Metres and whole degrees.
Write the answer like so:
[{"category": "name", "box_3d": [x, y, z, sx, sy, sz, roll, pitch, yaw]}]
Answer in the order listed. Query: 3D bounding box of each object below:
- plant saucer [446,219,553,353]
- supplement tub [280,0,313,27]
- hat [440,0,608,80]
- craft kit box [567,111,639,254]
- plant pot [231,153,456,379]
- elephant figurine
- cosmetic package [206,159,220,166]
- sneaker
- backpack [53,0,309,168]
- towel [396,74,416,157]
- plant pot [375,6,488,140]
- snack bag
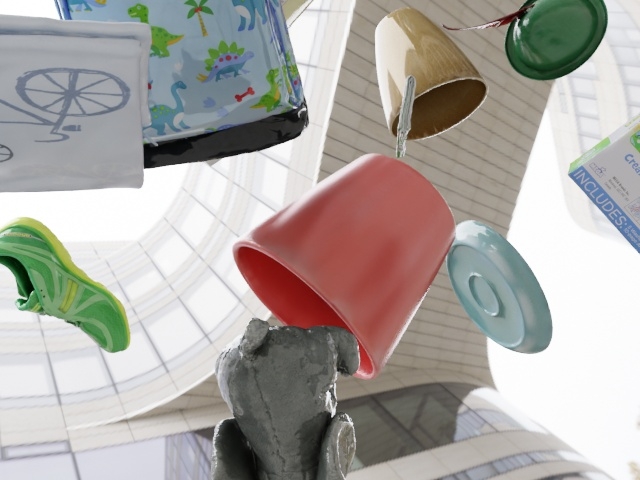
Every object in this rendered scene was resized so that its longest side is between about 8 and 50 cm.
[{"category": "plant saucer", "box_3d": [0.361, 0.109, 1.234, 0.044, 0.317, 0.317, -27, -58, -13]}, {"category": "supplement tub", "box_3d": [-0.088, -0.529, 1.047, 0.325, 0.235, 0.235, -42, -49, 22]}, {"category": "hat", "box_3d": [0.367, -0.377, 0.989, 0.208, 0.173, 0.183, -50, -30, 21]}, {"category": "craft kit box", "box_3d": [0.437, -0.059, 0.589, 0.247, 0.250, 0.061, -41, -1, 34]}, {"category": "plant pot", "box_3d": [0.049, 0.022, 0.846, 0.243, 0.275, 0.275, -47, -52, -21]}, {"category": "elephant figurine", "box_3d": [-0.024, 0.211, 0.578, 0.186, 0.169, 0.239, 7, -112, -36]}, {"category": "cosmetic package", "box_3d": [-0.280, -0.334, 1.147, 0.155, 0.197, 0.365, -34, -31, 3]}, {"category": "sneaker", "box_3d": [-0.454, 0.098, 1.001, 0.295, 0.109, 0.123, 50, -138, -16]}, {"category": "backpack", "box_3d": [-0.167, -0.262, 0.661, 0.290, 0.273, 0.355, -10, -62, -4]}, {"category": "towel", "box_3d": [0.166, -0.234, 1.116, 0.023, 0.152, 0.113, 10, -100, 8]}, {"category": "plant pot", "box_3d": [0.225, -0.402, 1.350, 0.237, 0.254, 0.237, -19, -19, -7]}, {"category": "snack bag", "box_3d": [-0.327, -0.112, 0.563, 0.323, 0.342, 0.037, -4, -104, -16]}]
